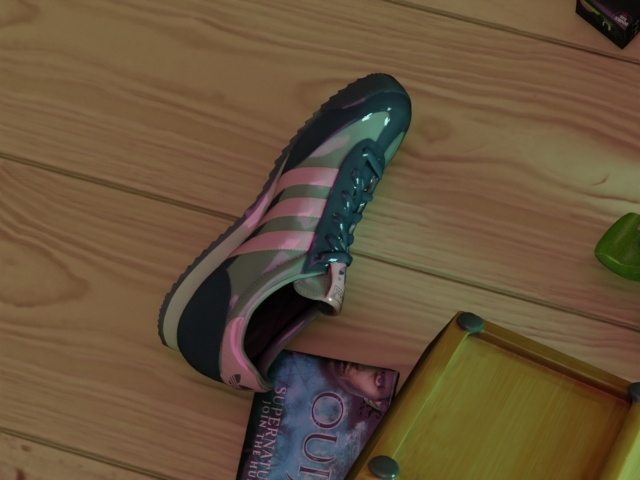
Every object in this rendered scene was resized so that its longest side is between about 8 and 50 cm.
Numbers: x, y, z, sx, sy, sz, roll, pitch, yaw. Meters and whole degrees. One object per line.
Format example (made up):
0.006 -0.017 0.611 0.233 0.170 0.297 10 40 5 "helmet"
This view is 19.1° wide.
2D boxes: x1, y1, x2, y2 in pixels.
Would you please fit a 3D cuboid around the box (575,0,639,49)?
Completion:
0.289 -0.234 1.787 0.062 0.052 0.083 42 82 16 "box"

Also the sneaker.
0.000 0.000 1.701 0.131 0.112 0.319 35 86 36 "sneaker"

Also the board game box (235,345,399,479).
-0.008 0.196 1.701 0.126 0.026 0.186 9 75 8 "board game box"

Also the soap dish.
0.147 0.194 1.572 0.229 0.118 0.291 23 38 12 "soap dish"

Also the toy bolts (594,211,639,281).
0.395 -0.002 1.654 0.158 0.228 0.218 52 57 -13 "toy bolts"
